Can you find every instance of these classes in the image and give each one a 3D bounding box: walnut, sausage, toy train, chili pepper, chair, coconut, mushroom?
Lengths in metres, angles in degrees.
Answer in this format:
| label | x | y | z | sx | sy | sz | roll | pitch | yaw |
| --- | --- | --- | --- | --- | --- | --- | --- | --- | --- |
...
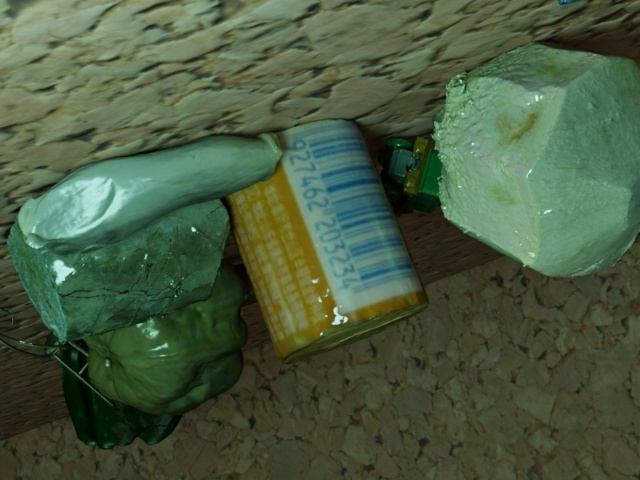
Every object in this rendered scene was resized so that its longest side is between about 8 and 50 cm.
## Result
| label | x | y | z | sx | sy | sz | roll | pitch | yaw |
| --- | --- | --- | --- | --- | --- | --- | --- | --- | --- |
| walnut | -0.257 | 0.152 | 2.269 | 0.277 | 0.282 | 0.253 | -9 | 173 | -37 |
| sausage | 0.000 | 0.000 | 1.893 | 0.233 | 0.287 | 0.233 | -22 | 171 | -4 |
| toy train | 0.149 | -0.088 | 2.080 | 0.136 | 0.091 | 0.227 | 16 | 167 | -1 |
| chili pepper | -0.388 | 0.273 | 2.643 | 0.233 | 0.256 | 0.248 | -3 | -168 | -27 |
| chair | -0.446 | 0.154 | 2.382 | 0.326 | 0.170 | 0.160 | 35 | 150 | -19 |
| coconut | 0.313 | -0.107 | 1.767 | 0.298 | 0.297 | 0.309 | -12 | -159 | -30 |
| mushroom | -0.210 | -0.067 | 1.717 | 0.351 | 0.097 | 0.109 | -19 | 153 | -14 |

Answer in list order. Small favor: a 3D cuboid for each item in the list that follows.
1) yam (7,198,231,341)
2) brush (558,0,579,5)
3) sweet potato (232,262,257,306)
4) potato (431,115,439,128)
| label | x | y | z | sx | sy | sz | roll | pitch | yaw |
| --- | --- | --- | --- | --- | --- | --- | --- | --- | --- |
| yam | -0.264 | 0.020 | 1.851 | 0.271 | 0.201 | 0.202 | -21 | 172 | -19 |
| brush | 0.366 | -0.309 | 1.652 | 0.164 | 0.014 | 0.051 | -15 | 168 | -11 |
| sweet potato | -0.200 | 0.100 | 2.593 | 0.355 | 0.106 | 0.095 | -21 | 135 | 14 |
| potato | 0.233 | -0.161 | 1.985 | 0.101 | 0.089 | 0.172 | -10 | 169 | -25 |
